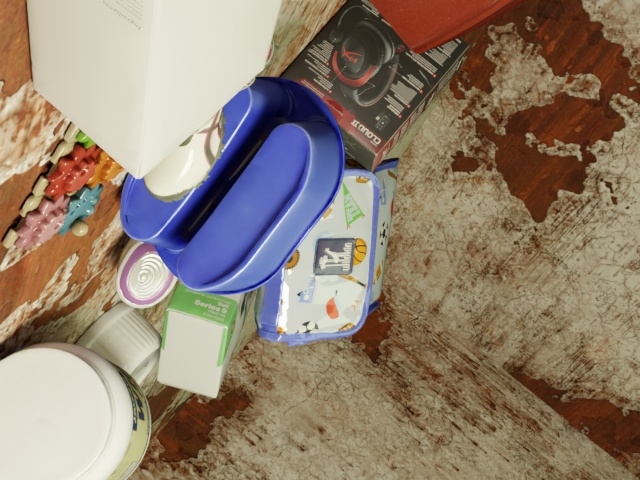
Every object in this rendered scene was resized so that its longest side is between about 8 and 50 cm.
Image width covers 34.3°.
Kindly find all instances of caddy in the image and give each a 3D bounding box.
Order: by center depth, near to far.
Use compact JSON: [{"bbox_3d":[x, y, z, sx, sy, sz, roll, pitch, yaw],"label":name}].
[{"bbox_3d":[-0.121,-0.079,1.481,0.341,0.241,0.179,-52,167,10],"label":"caddy"}]

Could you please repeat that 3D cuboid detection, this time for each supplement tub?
[{"bbox_3d":[-0.395,0.281,1.595,0.235,0.235,0.325,-50,174,-11],"label":"supplement tub"}]

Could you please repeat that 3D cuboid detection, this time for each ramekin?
[{"bbox_3d":[-0.382,0.222,1.918,0.207,0.109,0.207,-50,173,-8],"label":"ramekin"}]

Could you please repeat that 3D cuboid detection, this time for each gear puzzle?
[{"bbox_3d":[-0.243,-0.124,1.230,0.339,0.044,0.175,-54,173,22],"label":"gear puzzle"}]

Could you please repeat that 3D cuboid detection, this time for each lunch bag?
[{"bbox_3d":[0.000,0.000,1.947,0.385,0.239,0.327,-21,119,-68],"label":"lunch bag"}]

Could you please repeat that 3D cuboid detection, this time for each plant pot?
[{"bbox_3d":[0.198,-0.446,1.641,0.236,0.267,0.267,-40,179,25],"label":"plant pot"}]

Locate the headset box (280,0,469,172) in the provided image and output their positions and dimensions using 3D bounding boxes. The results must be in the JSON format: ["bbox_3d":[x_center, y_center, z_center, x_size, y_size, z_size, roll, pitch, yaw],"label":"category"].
[{"bbox_3d":[0.081,-0.280,1.808,0.293,0.218,0.110,-51,173,-12],"label":"headset box"}]

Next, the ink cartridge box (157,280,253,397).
[{"bbox_3d":[-0.202,0.115,1.969,0.289,0.122,0.211,-72,176,-47],"label":"ink cartridge box"}]

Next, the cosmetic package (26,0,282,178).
[{"bbox_3d":[-0.133,-0.236,0.885,0.197,0.155,0.365,-47,173,-28],"label":"cosmetic package"}]

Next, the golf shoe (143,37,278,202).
[{"bbox_3d":[-0.168,-0.174,1.317,0.273,0.105,0.120,-61,160,15],"label":"golf shoe"}]

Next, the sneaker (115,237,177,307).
[{"bbox_3d":[-0.233,-0.041,1.643,0.305,0.114,0.152,-54,-162,-4],"label":"sneaker"}]
